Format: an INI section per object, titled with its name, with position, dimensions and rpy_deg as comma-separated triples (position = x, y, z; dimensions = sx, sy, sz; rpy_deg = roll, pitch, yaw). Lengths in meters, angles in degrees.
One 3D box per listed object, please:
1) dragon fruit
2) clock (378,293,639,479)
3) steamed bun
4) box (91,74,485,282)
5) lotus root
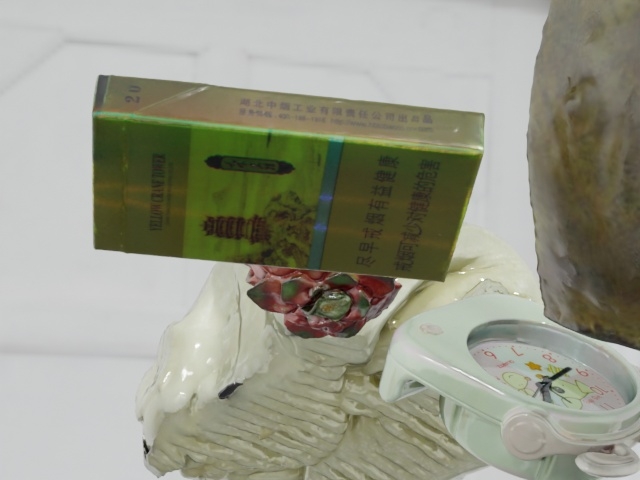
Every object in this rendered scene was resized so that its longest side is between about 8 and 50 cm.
[dragon fruit]
position = -0.003, 0.000, 1.250
dimensions = 0.130, 0.142, 0.121
rpy_deg = -10, 10, -23
[clock]
position = 0.148, 0.107, 1.194
dimensions = 0.191, 0.062, 0.151
rpy_deg = 32, 28, 32
[steamed bun]
position = 0.023, 0.078, 1.574
dimensions = 0.394, 0.237, 0.346
rpy_deg = -6, -38, 4
[box]
position = -0.021, -0.029, 0.911
dimensions = 0.193, 0.030, 0.121
rpy_deg = 6, -35, -3
[lotus root]
position = 0.233, -0.054, 1.016
dimensions = 0.149, 0.260, 0.267
rpy_deg = 22, 4, 42
